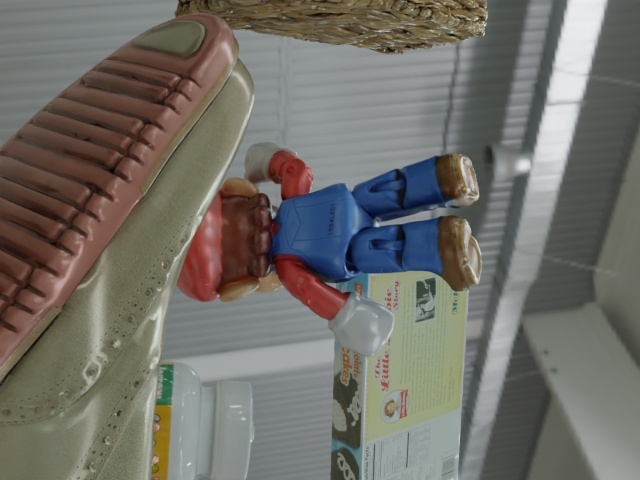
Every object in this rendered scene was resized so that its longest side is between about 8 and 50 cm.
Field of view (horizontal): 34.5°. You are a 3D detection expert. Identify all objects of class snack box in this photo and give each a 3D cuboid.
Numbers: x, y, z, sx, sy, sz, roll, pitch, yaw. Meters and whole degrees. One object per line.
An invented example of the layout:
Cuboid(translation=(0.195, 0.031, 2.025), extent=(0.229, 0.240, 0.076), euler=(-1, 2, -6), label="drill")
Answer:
Cuboid(translation=(0.100, 0.174, 1.294), extent=(0.060, 0.187, 0.322), euler=(15, -72, 46), label="snack box")

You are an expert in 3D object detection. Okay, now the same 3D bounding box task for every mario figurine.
Cuboid(translation=(0.000, 0.000, 1.021), extent=(0.198, 0.320, 0.170), euler=(-66, 145, -54), label="mario figurine")

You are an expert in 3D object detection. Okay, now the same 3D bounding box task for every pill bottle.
Cuboid(translation=(-0.166, 0.161, 0.887), extent=(0.117, 0.208, 0.117), euler=(-176, -90, -82), label="pill bottle")

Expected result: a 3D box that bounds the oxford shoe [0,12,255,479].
Cuboid(translation=(-0.136, 0.073, 0.511), extent=(0.397, 0.146, 0.140), euler=(-57, -145, -5), label="oxford shoe")

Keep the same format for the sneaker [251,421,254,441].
Cuboid(translation=(-0.188, 0.231, 1.162), extent=(0.095, 0.235, 0.090), euler=(81, 4, -47), label="sneaker")

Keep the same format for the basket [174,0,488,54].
Cuboid(translation=(0.023, -0.321, 1.032), extent=(0.213, 0.299, 0.223), euler=(5, -88, 61), label="basket")
